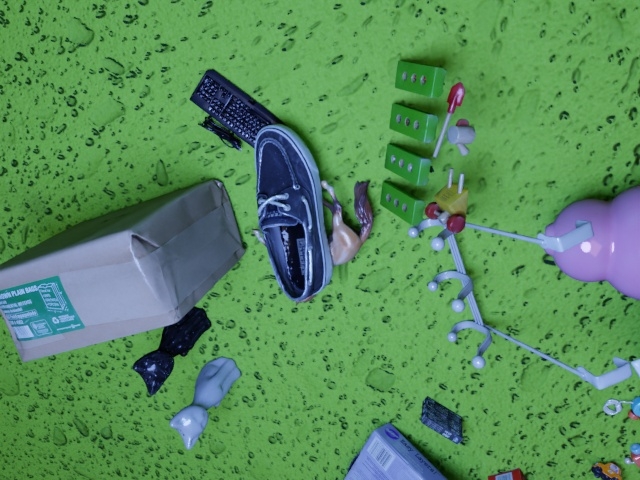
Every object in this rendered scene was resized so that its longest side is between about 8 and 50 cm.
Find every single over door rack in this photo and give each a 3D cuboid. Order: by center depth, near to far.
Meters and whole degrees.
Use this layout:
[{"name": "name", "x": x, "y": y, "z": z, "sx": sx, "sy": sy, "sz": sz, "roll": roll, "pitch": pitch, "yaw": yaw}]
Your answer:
[{"name": "over door rack", "x": 0.274, "y": 0.087, "z": 0.833, "sx": 0.108, "sy": 0.324, "sz": 0.239, "roll": -29, "pitch": 107, "yaw": -23}]

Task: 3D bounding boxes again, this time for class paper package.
[{"name": "paper package", "x": -0.344, "y": 0.042, "z": 0.944, "sx": 0.325, "sy": 0.309, "sz": 0.168, "roll": -15, "pitch": 106, "yaw": 19}]

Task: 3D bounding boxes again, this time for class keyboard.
[{"name": "keyboard", "x": -0.148, "y": -0.207, "z": 0.953, "sx": 0.192, "sy": 0.038, "sz": 0.100, "roll": 36, "pitch": 114, "yaw": -1}]

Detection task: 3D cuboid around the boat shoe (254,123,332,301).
[{"name": "boat shoe", "x": -0.060, "y": -0.046, "z": 0.905, "sx": 0.108, "sy": 0.102, "sz": 0.301, "roll": -7, "pitch": 99, "yaw": 26}]

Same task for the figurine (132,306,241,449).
[{"name": "figurine", "x": -0.264, "y": 0.271, "z": 1.066, "sx": 0.092, "sy": 0.209, "sz": 0.214, "roll": -23, "pitch": 104, "yaw": 20}]

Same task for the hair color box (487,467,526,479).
[{"name": "hair color box", "x": 0.406, "y": 0.542, "z": 1.103, "sx": 0.072, "sy": 0.043, "sz": 0.141, "roll": -25, "pitch": 102, "yaw": 20}]

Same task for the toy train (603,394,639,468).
[{"name": "toy train", "x": 0.601, "y": 0.357, "z": 0.986, "sx": 0.125, "sy": 0.046, "sz": 0.166, "roll": -30, "pitch": 101, "yaw": 21}]

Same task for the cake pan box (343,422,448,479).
[{"name": "cake pan box", "x": 0.155, "y": 0.544, "z": 1.083, "sx": 0.267, "sy": 0.070, "sz": 0.245, "roll": 38, "pitch": 112, "yaw": 32}]

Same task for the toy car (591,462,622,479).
[{"name": "toy car", "x": 0.573, "y": 0.474, "z": 1.053, "sx": 0.040, "sy": 0.060, "sz": 0.122, "roll": -43, "pitch": 121, "yaw": -20}]

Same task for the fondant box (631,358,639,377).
[{"name": "fondant box", "x": 0.601, "y": 0.183, "z": 0.778, "sx": 0.238, "sy": 0.330, "sz": 0.096, "roll": -30, "pitch": 60, "yaw": 22}]

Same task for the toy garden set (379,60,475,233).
[{"name": "toy garden set", "x": 0.176, "y": -0.141, "z": 0.834, "sx": 0.049, "sy": 0.204, "sz": 0.244, "roll": -5, "pitch": 114, "yaw": -23}]

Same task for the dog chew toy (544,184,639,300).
[{"name": "dog chew toy", "x": 0.512, "y": 0.004, "z": 0.800, "sx": 0.332, "sy": 0.206, "sz": 0.206, "roll": 2, "pitch": 111, "yaw": 21}]

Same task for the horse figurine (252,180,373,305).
[{"name": "horse figurine", "x": 0.000, "y": 0.000, "z": 0.982, "sx": 0.263, "sy": 0.066, "sz": 0.174, "roll": -33, "pitch": 93, "yaw": 25}]

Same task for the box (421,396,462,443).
[{"name": "box", "x": 0.239, "y": 0.352, "z": 1.057, "sx": 0.083, "sy": 0.067, "sz": 0.018, "roll": 31, "pitch": 114, "yaw": 0}]
